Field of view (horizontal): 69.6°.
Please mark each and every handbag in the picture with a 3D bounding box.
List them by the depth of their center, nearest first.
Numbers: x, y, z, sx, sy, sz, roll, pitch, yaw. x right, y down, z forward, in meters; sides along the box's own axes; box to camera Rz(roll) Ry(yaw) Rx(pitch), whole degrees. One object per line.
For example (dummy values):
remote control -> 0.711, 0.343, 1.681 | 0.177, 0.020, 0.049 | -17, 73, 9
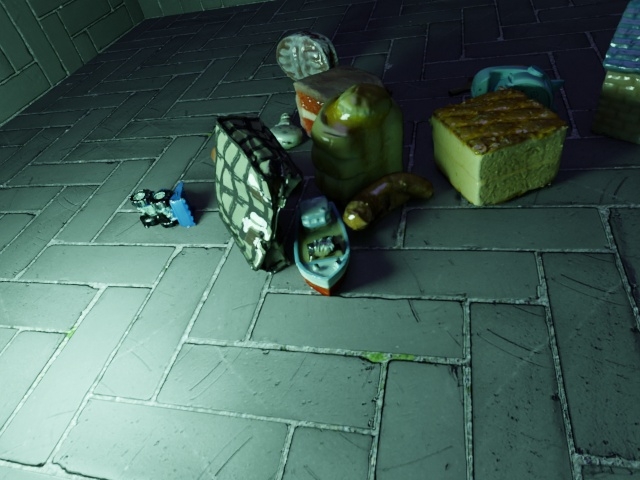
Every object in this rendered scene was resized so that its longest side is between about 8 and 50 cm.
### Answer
handbag -> -0.177, -0.129, 1.247 | 0.163, 0.325, 0.327 | -10, 41, -23

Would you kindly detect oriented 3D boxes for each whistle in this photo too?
whistle -> -0.132, -0.414, 1.746 | 0.126, 0.067, 0.257 | 0, 38, -3

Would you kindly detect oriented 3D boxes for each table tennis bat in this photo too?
table tennis bat -> 0.606, -0.602, 1.779 | 0.235, 0.022, 0.131 | -20, 42, -8

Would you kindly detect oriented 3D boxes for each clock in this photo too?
clock -> 0.609, -0.429, 1.434 | 0.275, 0.223, 0.094 | -3, 43, 12

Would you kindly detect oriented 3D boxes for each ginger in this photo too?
ginger -> 0.177, -0.117, 1.300 | 0.309, 0.106, 0.133 | -32, 27, -28

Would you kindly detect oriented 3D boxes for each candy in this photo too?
candy -> -0.057, -0.818, 2.054 | 0.290, 0.214, 0.157 | 21, 49, 31

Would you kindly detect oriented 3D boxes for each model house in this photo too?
model house -> 1.068, -0.528, 1.290 | 0.445, 0.399, 0.395 | -39, 45, -26

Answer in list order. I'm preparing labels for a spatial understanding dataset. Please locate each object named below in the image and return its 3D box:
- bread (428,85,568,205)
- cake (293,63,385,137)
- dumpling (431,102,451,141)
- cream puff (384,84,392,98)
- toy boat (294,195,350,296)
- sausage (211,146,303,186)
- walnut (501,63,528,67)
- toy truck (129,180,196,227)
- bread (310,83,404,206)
bread -> 0.492, -0.269, 1.304 | 0.279, 0.206, 0.279 | -19, 41, -8
cake -> 0.071, -0.458, 1.614 | 0.230, 0.236, 0.309 | -27, 41, -19
dumpling -> 0.420, -0.371, 1.497 | 0.108, 0.127, 0.188 | 15, 45, 12
cream puff -> 0.227, -0.540, 1.749 | 0.116, 0.121, 0.094 | -4, -2, -19
toy boat -> 0.000, 0.000, 1.202 | 0.145, 0.133, 0.331 | -11, 42, 2
sausage -> -0.224, -0.252, 1.574 | 0.419, 0.094, 0.094 | 22, 68, 34
walnut -> 0.656, -0.522, 1.579 | 0.159, 0.159, 0.206 | -2, 36, 14
toy truck -> -0.490, -0.115, 1.481 | 0.208, 0.113, 0.126 | 5, 44, 19
bread -> 0.093, -0.297, 1.350 | 0.301, 0.341, 0.210 | -40, 55, -19
